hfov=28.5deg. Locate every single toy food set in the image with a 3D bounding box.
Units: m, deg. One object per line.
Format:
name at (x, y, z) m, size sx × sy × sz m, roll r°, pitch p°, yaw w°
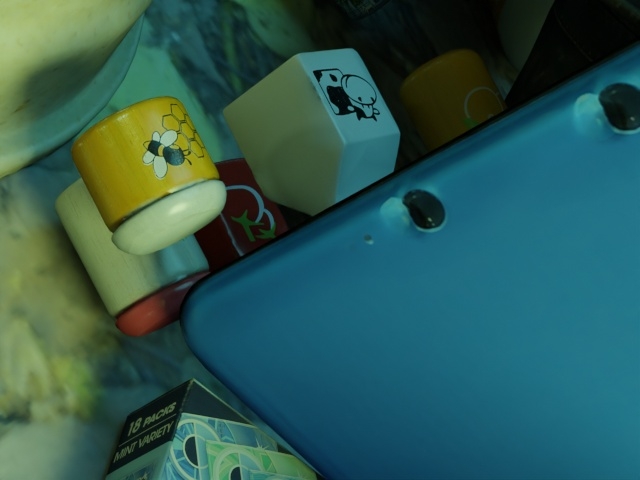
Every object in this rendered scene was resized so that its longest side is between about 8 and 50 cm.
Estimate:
toy food set at (0.000, 0.000, 0.482) m, size 0.232 × 0.111 × 0.104 m, roll -18°, pitch 78°, yaw -57°

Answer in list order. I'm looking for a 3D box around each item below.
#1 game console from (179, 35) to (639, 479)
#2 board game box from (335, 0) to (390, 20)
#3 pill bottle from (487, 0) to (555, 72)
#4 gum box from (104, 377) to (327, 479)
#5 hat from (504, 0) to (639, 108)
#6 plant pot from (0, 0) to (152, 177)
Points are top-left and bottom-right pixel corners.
game console at (0.151, 0.023, 0.407) m, size 0.250 × 0.293 × 0.173 m, roll -18°, pitch 83°, yaw -48°
board game box at (-0.016, -0.230, 0.681) m, size 0.194 × 0.060 × 0.194 m, roll 47°, pitch 37°, yaw -15°
pill bottle at (0.163, -0.252, 0.827) m, size 0.162 × 0.162 × 0.278 m, roll 15°, pitch 52°, yaw -44°
gum box at (-0.017, 0.162, 0.401) m, size 0.157 × 0.041 × 0.184 m, roll 41°, pitch 38°, yaw -23°
hat at (0.175, -0.050, 0.602) m, size 0.331 × 0.134 × 0.331 m, roll 27°, pitch 31°, yaw -18°
plant pot at (-0.098, -0.229, 0.371) m, size 0.334 × 0.305 × 0.334 m, roll 29°, pitch 45°, yaw -34°
